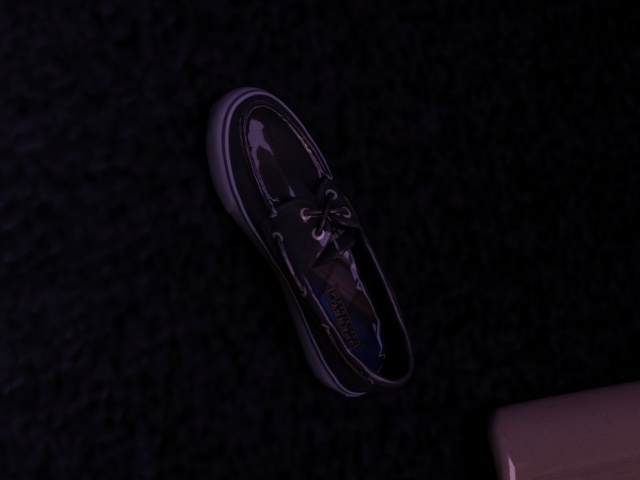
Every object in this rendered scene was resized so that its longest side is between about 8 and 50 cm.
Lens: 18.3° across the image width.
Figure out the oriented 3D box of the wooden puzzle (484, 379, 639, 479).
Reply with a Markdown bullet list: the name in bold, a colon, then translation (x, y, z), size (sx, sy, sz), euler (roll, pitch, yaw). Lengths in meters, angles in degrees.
- **wooden puzzle**: translation (0.173, 0.183, 0.935), size (0.221, 0.044, 0.238), euler (-6, 88, -34)

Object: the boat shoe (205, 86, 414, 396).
- **boat shoe**: translation (0.000, 0.000, 0.817), size (0.049, 0.040, 0.142), euler (-35, 108, -30)
